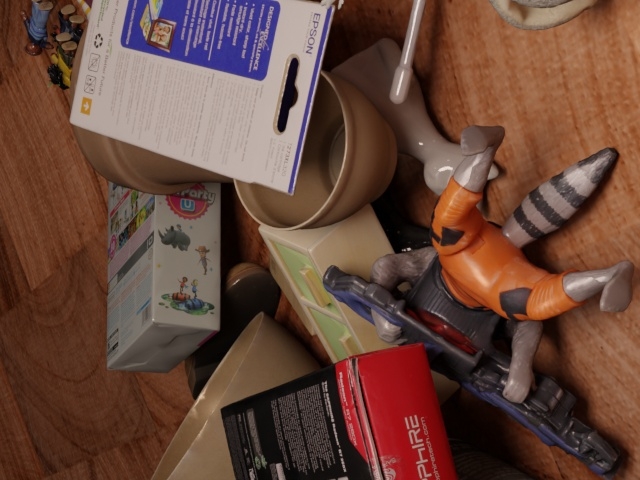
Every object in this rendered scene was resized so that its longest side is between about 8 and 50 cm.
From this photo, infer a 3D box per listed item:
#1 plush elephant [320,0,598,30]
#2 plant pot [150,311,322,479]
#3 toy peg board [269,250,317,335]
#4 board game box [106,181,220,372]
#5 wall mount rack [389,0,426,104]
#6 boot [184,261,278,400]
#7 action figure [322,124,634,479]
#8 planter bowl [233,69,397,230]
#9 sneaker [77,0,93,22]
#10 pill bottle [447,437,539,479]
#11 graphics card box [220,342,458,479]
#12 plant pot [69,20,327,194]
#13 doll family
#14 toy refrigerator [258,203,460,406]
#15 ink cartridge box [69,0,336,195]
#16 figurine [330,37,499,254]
[{"bbox_3d":[0.149,-0.307,1.088,0.330,0.255,0.271,-31,89,51],"label":"plush elephant"},{"bbox_3d":[-0.068,0.257,1.743,0.191,0.284,0.284,32,146,-5],"label":"plant pot"},{"bbox_3d":[0.000,0.000,1.654,0.160,0.079,0.161,-126,32,-55],"label":"toy peg board"},{"bbox_3d":[-0.209,0.000,1.837,0.224,0.098,0.303,141,131,-58],"label":"board game box"},{"bbox_3d":[0.000,-0.307,1.349,0.350,0.130,0.304,20,142,33],"label":"wall mount rack"},{"bbox_3d":[-0.140,0.101,1.895,0.305,0.112,0.115,116,138,-53],"label":"boot"},{"bbox_3d":[0.194,0.062,1.338,0.341,0.178,0.330,37,151,1],"label":"action figure"},{"bbox_3d":[0.006,-0.087,1.365,0.162,0.109,0.162,-5,84,46],"label":"planter bowl"},{"bbox_3d":[-0.314,-0.327,1.961,0.185,0.070,0.083,41,133,41],"label":"sneaker"},{"bbox_3d":[0.157,0.303,1.465,0.283,0.161,0.161,23,125,52],"label":"pill bottle"},{"bbox_3d":[0.018,0.250,1.422,0.371,0.094,0.232,-32,70,62],"label":"graphics card box"},{"bbox_3d":[-0.115,-0.166,1.596,0.229,0.263,0.263,16,121,35],"label":"plant pot"},{"bbox_3d":[-0.393,-0.288,2.113,0.193,0.076,0.111,60,152,27],"label":"doll family"},{"bbox_3d":[0.042,0.076,1.497,0.102,0.094,0.269,24,148,51],"label":"toy refrigerator"},{"bbox_3d":[-0.111,-0.164,1.368,0.371,0.069,0.175,20,101,47],"label":"ink cartridge box"},{"bbox_3d":[0.085,-0.070,1.464,0.209,0.092,0.215,48,142,21],"label":"figurine"}]
